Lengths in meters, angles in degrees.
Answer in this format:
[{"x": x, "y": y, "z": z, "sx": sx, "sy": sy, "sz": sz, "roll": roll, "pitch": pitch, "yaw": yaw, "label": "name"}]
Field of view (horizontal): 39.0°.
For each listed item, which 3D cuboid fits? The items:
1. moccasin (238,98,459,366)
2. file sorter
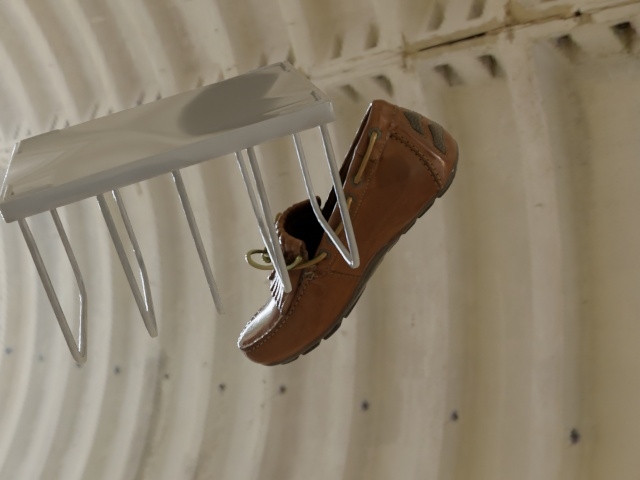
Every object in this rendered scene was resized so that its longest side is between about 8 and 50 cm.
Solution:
[{"x": 0.000, "y": 0.002, "z": 1.041, "sx": 0.147, "sy": 0.139, "sz": 0.380, "roll": 27, "pitch": -52, "yaw": -14, "label": "moccasin"}, {"x": -0.122, "y": -0.032, "z": 0.837, "sx": 0.193, "sy": 0.278, "sz": 0.173, "roll": -123, "pitch": -164, "yaw": -65, "label": "file sorter"}]
